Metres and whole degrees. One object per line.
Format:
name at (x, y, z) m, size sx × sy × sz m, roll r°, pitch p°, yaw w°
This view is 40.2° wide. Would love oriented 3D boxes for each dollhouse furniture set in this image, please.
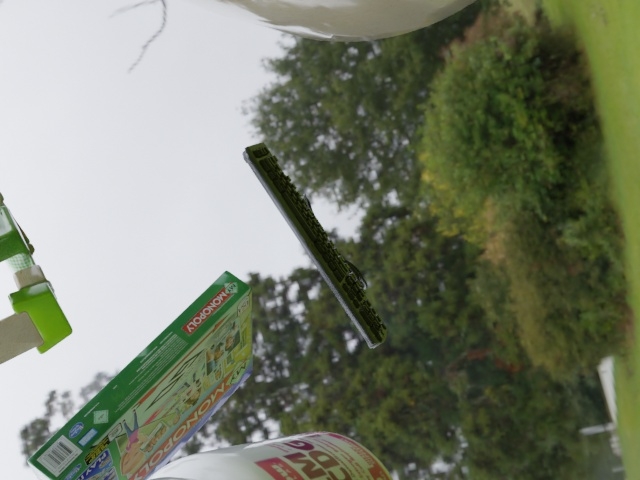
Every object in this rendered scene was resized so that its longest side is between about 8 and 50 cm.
dollhouse furniture set at (-0.497, 0.033, 1.269) m, size 0.301 × 0.151 × 0.197 m, roll 43°, pitch 156°, yaw 51°

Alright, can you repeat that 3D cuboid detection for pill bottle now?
pill bottle at (-0.053, 0.238, 0.671) m, size 0.283 × 0.160 × 0.160 m, roll 14°, pitch -120°, yaw -64°

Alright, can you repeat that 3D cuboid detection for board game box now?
board game box at (-0.200, 0.206, 1.067) m, size 0.317 × 0.046 × 0.213 m, roll -46°, pitch -23°, yaw -31°

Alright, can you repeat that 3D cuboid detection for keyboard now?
keyboard at (0.000, 0.000, 1.212) m, size 0.317 × 0.033 × 0.201 m, roll 57°, pitch -174°, yaw -4°

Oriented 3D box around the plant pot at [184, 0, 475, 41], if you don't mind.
plant pot at (-0.040, -0.195, 0.305) m, size 0.274 × 0.257 × 0.256 m, roll -33°, pitch -75°, yaw -63°
